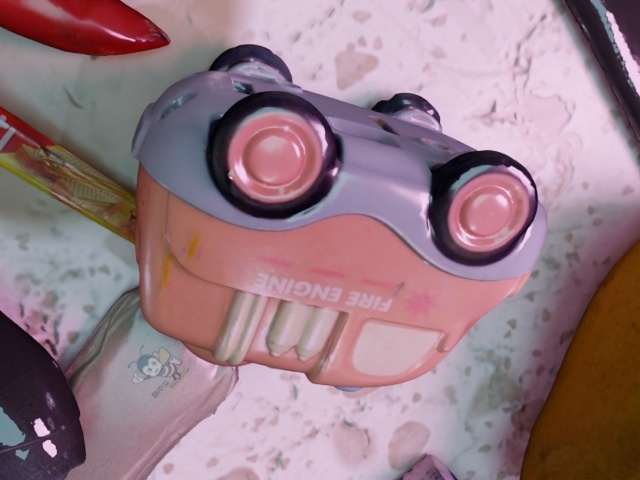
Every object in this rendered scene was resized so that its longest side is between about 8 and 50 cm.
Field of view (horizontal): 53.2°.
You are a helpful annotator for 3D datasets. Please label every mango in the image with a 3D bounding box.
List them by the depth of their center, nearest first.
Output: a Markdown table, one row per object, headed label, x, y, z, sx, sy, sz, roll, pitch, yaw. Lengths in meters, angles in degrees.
| label | x | y | z | sx | sy | sz | roll | pitch | yaw |
| --- | --- | --- | --- | --- | --- | --- | --- | --- | --- |
| mango | 0.333 | 0.141 | 0.561 | 0.264 | 0.221 | 0.378 | 28 | 106 | -22 |

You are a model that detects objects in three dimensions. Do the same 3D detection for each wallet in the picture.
| label | x | y | z | sx | sy | sz | roll | pitch | yaw |
| --- | --- | --- | --- | --- | --- | --- | --- | --- | --- |
| wallet | 0.301 | -0.201 | 0.567 | 0.146 | 0.030 | 0.285 | -37 | 108 | 0 |

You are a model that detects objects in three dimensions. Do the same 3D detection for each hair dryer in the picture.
| label | x | y | z | sx | sy | sz | roll | pitch | yaw |
| --- | --- | --- | --- | --- | --- | --- | --- | --- | --- |
| hair dryer | -0.333 | 0.136 | 0.477 | 0.272 | 0.091 | 0.235 | -36 | 92 | 6 |

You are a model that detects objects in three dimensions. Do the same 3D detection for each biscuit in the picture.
| label | x | y | z | sx | sy | sz | roll | pitch | yaw |
| --- | --- | --- | --- | --- | --- | --- | --- | --- | --- |
| biscuit | -0.213 | -0.063 | 0.464 | 0.292 | 0.026 | 0.048 | 36 | 97 | -31 |

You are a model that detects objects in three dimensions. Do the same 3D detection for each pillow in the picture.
| label | x | y | z | sx | sy | sz | roll | pitch | yaw |
| --- | --- | --- | --- | --- | --- | --- | --- | --- | --- |
| pillow | -0.177 | 0.154 | 0.537 | 0.131 | 0.038 | 0.232 | 43 | 90 | -13 |

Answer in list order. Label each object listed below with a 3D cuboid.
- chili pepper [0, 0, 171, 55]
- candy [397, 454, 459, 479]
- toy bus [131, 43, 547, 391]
| label | x | y | z | sx | sy | sz | roll | pitch | yaw |
| --- | --- | --- | --- | --- | --- | --- | --- | --- | --- |
| chili pepper | -0.264 | -0.252 | 0.411 | 0.137 | 0.092 | 0.368 | -43 | 116 | -20 |
| candy | 0.083 | 0.291 | 0.610 | 0.160 | 0.073 | 0.092 | -42 | 106 | 0 |
| toy bus | 0.000 | 0.000 | 0.467 | 0.288 | 0.194 | 0.232 | 14 | 109 | -18 |
